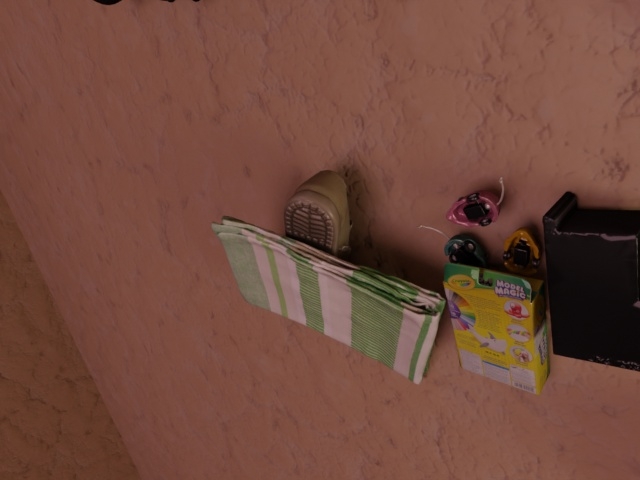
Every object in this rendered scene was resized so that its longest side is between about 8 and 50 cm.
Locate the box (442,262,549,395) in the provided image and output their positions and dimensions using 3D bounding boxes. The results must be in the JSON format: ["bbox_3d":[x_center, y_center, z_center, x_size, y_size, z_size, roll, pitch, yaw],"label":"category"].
[{"bbox_3d":[0.208,0.096,0.600,0.105,0.043,0.179,13,137,39],"label":"box"}]

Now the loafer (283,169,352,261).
[{"bbox_3d":[0.000,0.000,0.735,0.102,0.092,0.268,27,150,8],"label":"loafer"}]

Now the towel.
[{"bbox_3d":[0.007,0.090,0.732,0.325,0.038,0.247,21,149,19],"label":"towel"}]

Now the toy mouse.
[{"bbox_3d":[0.182,-0.009,0.585,0.143,0.031,0.160,13,133,38],"label":"toy mouse"}]

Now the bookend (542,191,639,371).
[{"bbox_3d":[0.303,0.039,0.474,0.156,0.072,0.157,4,116,42],"label":"bookend"}]

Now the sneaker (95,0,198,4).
[{"bbox_3d":[-0.239,-0.384,0.701,0.341,0.125,0.139,-2,117,48],"label":"sneaker"}]
